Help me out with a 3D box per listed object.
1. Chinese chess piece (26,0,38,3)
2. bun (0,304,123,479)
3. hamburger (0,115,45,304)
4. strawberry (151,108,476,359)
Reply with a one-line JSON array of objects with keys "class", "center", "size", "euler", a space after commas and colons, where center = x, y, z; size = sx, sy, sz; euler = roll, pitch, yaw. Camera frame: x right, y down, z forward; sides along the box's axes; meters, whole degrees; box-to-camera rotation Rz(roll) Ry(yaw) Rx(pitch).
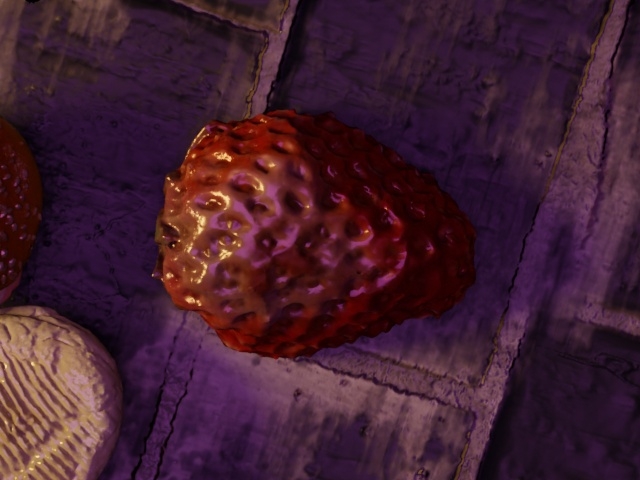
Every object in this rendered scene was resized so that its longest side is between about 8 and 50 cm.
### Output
[{"class": "Chinese chess piece", "center": [-0.320, -0.390, 1.658], "size": [0.146, 0.349, 0.349], "euler": [-39, 96, 11]}, {"class": "bun", "center": [-0.310, 0.171, 1.816], "size": [0.220, 0.134, 0.220], "euler": [0, 90, -6]}, {"class": "hamburger", "center": [-0.378, -0.032, 1.762], "size": [0.237, 0.147, 0.237], "euler": [-19, 121, -35]}, {"class": "strawberry", "center": [0.000, 0.000, 1.808], "size": [0.336, 0.149, 0.265], "euler": [8, 93, -4]}]
